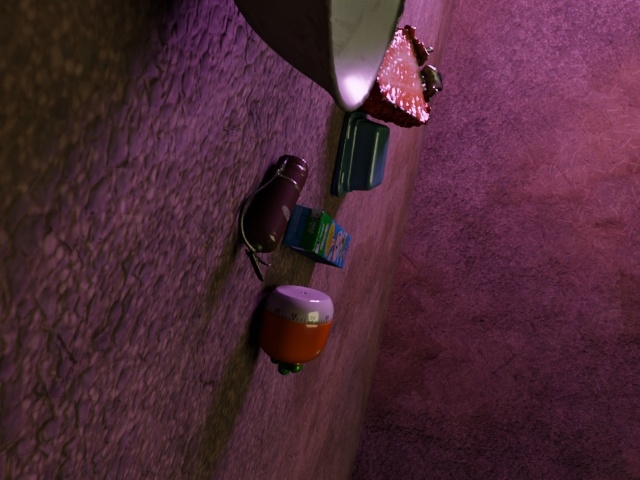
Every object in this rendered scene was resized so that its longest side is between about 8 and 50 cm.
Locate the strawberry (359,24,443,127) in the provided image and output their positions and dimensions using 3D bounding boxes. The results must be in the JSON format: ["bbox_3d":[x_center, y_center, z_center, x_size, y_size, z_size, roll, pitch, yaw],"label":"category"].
[{"bbox_3d":[0.127,-0.291,1.229,0.286,0.106,0.188,-24,99,-55],"label":"strawberry"}]

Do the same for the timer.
[{"bbox_3d":[-0.035,0.129,0.929,0.136,0.099,0.136,9,90,-66],"label":"timer"}]

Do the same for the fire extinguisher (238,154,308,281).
[{"bbox_3d":[-0.061,-0.038,0.783,0.078,0.045,0.157,53,45,-37],"label":"fire extinguisher"}]

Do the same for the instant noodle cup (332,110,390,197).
[{"bbox_3d":[0.081,-0.159,1.241,0.179,0.070,0.157,-33,133,-72],"label":"instant noodle cup"}]

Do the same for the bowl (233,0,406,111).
[{"bbox_3d":[-0.012,-0.265,0.500,0.313,0.146,0.313,14,90,-77],"label":"bowl"}]

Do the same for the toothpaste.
[{"bbox_3d":[0.000,0.000,1.073,0.266,0.050,0.065,36,71,-77],"label":"toothpaste"}]
